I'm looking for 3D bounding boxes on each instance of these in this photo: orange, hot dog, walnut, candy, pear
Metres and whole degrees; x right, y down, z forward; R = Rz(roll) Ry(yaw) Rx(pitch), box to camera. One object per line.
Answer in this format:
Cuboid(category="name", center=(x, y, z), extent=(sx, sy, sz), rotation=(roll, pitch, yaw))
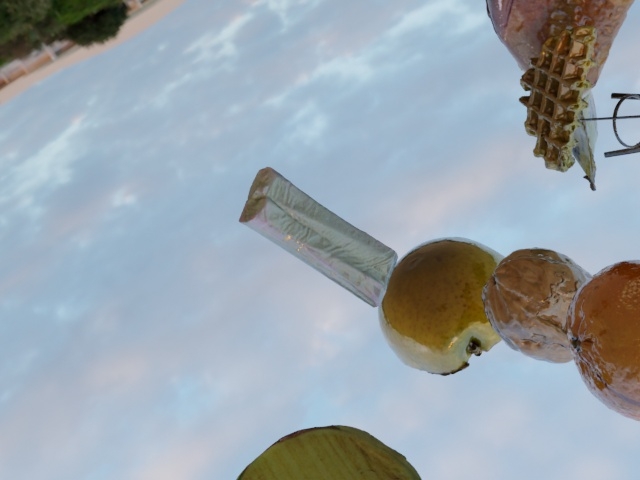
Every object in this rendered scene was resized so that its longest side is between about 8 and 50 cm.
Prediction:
Cuboid(category="orange", center=(0.371, 0.117, 0.920), extent=(0.161, 0.193, 0.193), rotation=(-19, -152, -4))
Cuboid(category="hot dog", center=(0.370, -0.414, 1.201), extent=(0.223, 0.405, 0.185), rotation=(17, -135, 6))
Cuboid(category="walnut", center=(0.401, 0.118, 1.422), extent=(0.198, 0.245, 0.198), rotation=(-53, -158, 31))
Cuboid(category="candy", center=(0.514, -0.253, 1.597), extent=(0.081, 0.187, 0.297), rotation=(-15, -140, 14))
Cuboid(category="pear", center=(0.268, 0.106, 1.798), extent=(0.340, 0.191, 0.386), rotation=(-34, -157, 5))

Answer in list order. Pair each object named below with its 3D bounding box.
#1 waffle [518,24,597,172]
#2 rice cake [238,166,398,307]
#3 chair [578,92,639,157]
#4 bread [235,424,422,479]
Cuboid(category="waffle", center=(0.340, -0.193, 1.115), extent=(0.046, 0.191, 0.161), rotation=(-7, 175, -23))
Cuboid(category="rice cake", center=(-0.001, -0.001, 0.996), extent=(0.042, 0.222, 0.080), rotation=(-15, -133, 58))
Cuboid(category="chair", center=(0.485, -0.176, 1.164), extent=(0.095, 0.104, 0.222), rotation=(0, -175, -34))
Cuboid(category="bread", center=(0.002, 0.392, 1.149), extent=(0.302, 0.045, 0.301), rotation=(-9, -146, 6))
